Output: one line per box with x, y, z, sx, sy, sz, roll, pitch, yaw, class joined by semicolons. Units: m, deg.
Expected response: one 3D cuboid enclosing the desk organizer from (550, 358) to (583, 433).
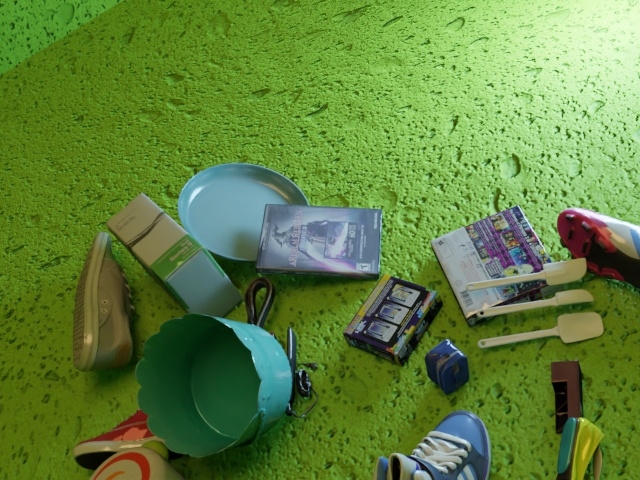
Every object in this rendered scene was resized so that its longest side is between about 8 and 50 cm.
0.448;0.284;1.648;0.050;0.047;0.130;-7;48;21;desk organizer

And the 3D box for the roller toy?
-0.346;0.507;1.723;0.209;0.146;0.191;-37;37;-3;roller toy

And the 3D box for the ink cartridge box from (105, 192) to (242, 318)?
-0.338;0.046;2.082;0.121;0.211;0.289;-43;48;-11;ink cartridge box

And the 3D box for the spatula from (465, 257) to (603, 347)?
0.417;0.130;1.779;0.241;0.019;0.168;-10;69;8;spatula

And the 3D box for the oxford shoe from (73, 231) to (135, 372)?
-0.505;0.146;2.139;0.130;0.169;0.449;11;32;-21;oxford shoe

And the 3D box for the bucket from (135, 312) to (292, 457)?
-0.201;0.280;1.771;0.281;0.183;0.281;-3;82;24;bucket

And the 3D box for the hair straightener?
-0.050;0.269;1.873;0.089;0.047;0.230;-17;41;6;hair straightener

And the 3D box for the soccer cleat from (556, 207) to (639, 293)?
0.617;0.024;1.781;0.143;0.116;0.331;-21;39;-27;soccer cleat

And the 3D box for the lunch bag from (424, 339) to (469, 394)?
0.246;0.243;1.735;0.067;0.098;0.065;-34;48;-15;lunch bag

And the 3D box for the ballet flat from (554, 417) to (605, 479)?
0.425;0.411;1.526;0.077;0.077;0.231;27;68;-3;ballet flat

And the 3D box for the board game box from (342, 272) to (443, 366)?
0.151;0.163;1.884;0.141;0.048;0.170;18;60;37;board game box

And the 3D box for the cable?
-0.157;0.201;1.944;0.139;0.072;0.287;7;64;36;cable

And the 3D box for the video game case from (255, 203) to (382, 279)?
0.000;0.000;2.057;0.274;0.026;0.196;3;50;3;video game case

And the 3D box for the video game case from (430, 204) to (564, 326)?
0.364;0.049;1.896;0.210;0.042;0.232;-23;46;3;video game case

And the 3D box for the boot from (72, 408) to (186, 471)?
-0.392;0.383;1.899;0.244;0.088;0.176;-10;46;4;boot

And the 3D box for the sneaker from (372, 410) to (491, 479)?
0.187;0.387;1.534;0.130;0.236;0.323;10;56;30;sneaker

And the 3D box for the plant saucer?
-0.180;-0.060;2.152;0.317;0.044;0.318;6;47;-7;plant saucer
